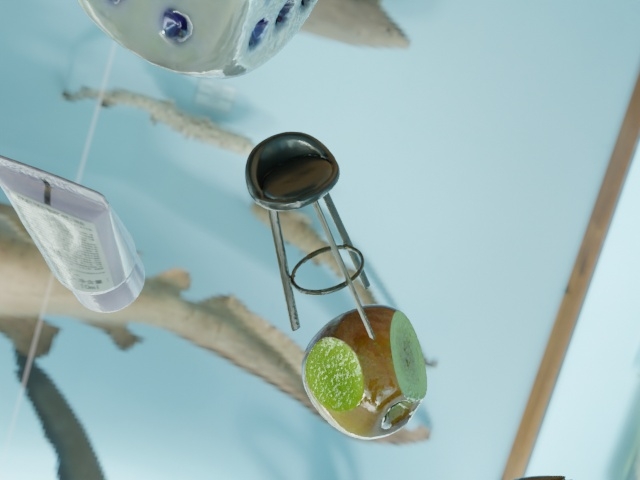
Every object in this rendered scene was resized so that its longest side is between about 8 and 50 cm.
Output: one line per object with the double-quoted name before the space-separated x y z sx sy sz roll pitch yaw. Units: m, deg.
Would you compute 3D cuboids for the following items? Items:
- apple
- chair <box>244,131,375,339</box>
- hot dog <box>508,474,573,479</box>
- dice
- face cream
"apple" 0.062 0.165 1.555 0.146 0.163 0.147 0 -125 -52
"chair" -0.001 0.000 1.292 0.104 0.222 0.095 -33 -149 -19
"hot dog" 0.273 0.425 1.435 0.194 0.326 0.107 3 160 -23
"dice" -0.098 -0.272 1.109 0.191 0.194 0.193 31 -142 10
"face cream" -0.273 -0.011 1.399 0.154 0.096 0.274 23 159 17
